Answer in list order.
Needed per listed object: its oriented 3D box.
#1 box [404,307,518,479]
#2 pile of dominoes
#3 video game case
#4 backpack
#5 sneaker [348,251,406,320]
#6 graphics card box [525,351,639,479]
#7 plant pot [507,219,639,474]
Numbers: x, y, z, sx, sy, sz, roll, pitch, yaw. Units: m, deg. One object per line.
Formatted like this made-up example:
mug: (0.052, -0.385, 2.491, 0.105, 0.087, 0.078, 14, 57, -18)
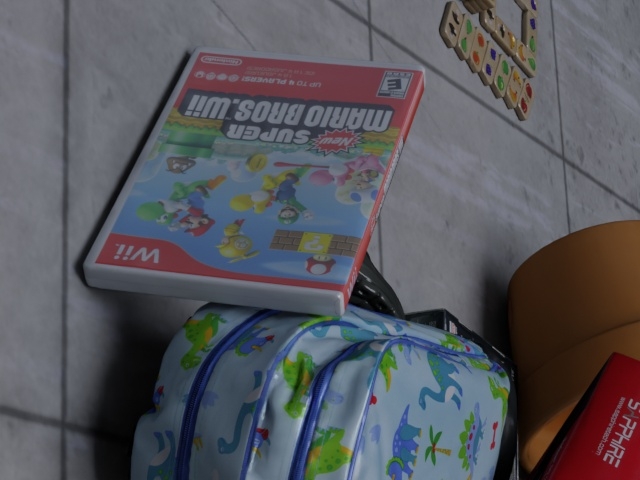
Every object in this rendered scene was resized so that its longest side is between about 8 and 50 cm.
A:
box: (0.141, 0.200, 1.840, 0.175, 0.051, 0.220, 36, 49, -51)
pile of dominoes: (0.215, -0.268, 2.162, 0.251, 0.040, 0.196, 38, 48, -49)
video game case: (-0.045, -0.055, 1.451, 0.285, 0.204, 0.025, -69, 160, -45)
backpack: (0.008, 0.173, 1.432, 0.355, 0.273, 0.290, 27, 80, -40)
sneaker: (0.000, 0.000, 1.615, 0.286, 0.109, 0.130, 57, 29, -37)
graphics card box: (0.182, 0.296, 1.595, 0.094, 0.371, 0.233, 30, 34, 7)
plant pot: (0.328, 0.112, 2.003, 0.291, 0.291, 0.203, 30, 38, -54)
